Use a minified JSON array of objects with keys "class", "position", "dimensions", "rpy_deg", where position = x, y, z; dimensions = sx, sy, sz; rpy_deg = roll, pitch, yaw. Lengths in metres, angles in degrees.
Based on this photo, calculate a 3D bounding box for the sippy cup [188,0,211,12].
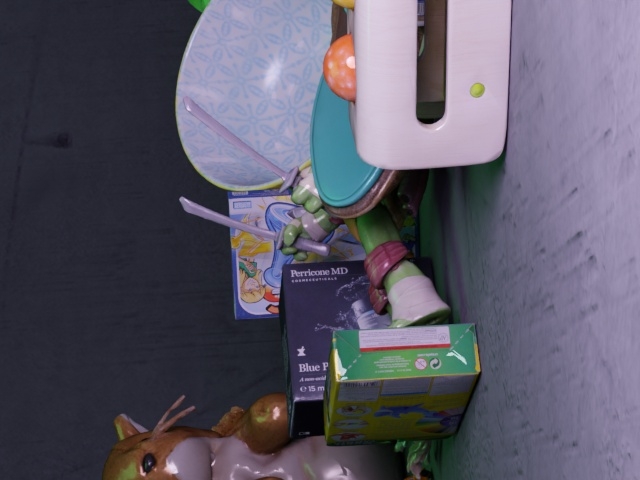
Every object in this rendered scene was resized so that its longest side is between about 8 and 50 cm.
[{"class":"sippy cup","position":[-0.040,-0.394,2.166],"dimensions":[0.240,0.305,0.224],"rpy_deg":[-25,-46,-47]}]

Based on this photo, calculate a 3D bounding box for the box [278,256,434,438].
[{"class":"box","position":[0.041,0.108,1.781],"dimensions":[0.093,0.156,0.158],"rpy_deg":[95,171,-59]}]

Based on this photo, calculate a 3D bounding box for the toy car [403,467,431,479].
[{"class":"toy car","position":[0.101,0.297,1.915],"dimensions":[0.122,0.040,0.060],"rpy_deg":[92,173,-49]}]

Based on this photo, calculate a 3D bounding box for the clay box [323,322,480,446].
[{"class":"clay box","position":[0.069,0.138,1.622],"dimensions":[0.222,0.127,0.053],"rpy_deg":[99,168,-68]}]

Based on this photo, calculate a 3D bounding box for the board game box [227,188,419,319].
[{"class":"board game box","position":[0.004,0.010,1.884],"dimensions":[0.035,0.201,0.136],"rpy_deg":[-107,14,-73]}]

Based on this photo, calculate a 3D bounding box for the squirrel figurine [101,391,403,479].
[{"class":"squirrel figurine","position":[-0.088,0.320,2.247],"dimensions":[0.397,0.370,0.281],"rpy_deg":[102,164,-75]}]

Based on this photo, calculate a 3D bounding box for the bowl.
[{"class":"bowl","position":[-0.008,-0.173,1.980],"dimensions":[0.156,0.289,0.289],"rpy_deg":[21,-124,-47]}]

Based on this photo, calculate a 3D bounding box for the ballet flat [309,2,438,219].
[{"class":"ballet flat","position":[0.062,-0.173,1.613],"dimensions":[0.124,0.116,0.342],"rpy_deg":[25,-121,-53]}]

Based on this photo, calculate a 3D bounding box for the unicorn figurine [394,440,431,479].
[{"class":"unicorn figurine","position":[0.094,0.161,1.857],"dimensions":[0.111,0.060,0.162],"rpy_deg":[91,158,-45]}]

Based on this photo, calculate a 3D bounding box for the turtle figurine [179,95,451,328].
[{"class":"turtle figurine","position":[0.000,0.000,1.674],"dimensions":[0.266,0.275,0.198],"rpy_deg":[62,141,20]}]

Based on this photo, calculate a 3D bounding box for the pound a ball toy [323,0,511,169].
[{"class":"pound a ball toy","position":[0.063,-0.201,1.361],"dimensions":[0.208,0.136,0.319],"rpy_deg":[-101,9,-59]}]

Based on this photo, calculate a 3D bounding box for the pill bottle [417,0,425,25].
[{"class":"pill bottle","position":[0.083,-0.245,1.494],"dimensions":[0.120,0.067,0.067],"rpy_deg":[92,173,-50]}]
